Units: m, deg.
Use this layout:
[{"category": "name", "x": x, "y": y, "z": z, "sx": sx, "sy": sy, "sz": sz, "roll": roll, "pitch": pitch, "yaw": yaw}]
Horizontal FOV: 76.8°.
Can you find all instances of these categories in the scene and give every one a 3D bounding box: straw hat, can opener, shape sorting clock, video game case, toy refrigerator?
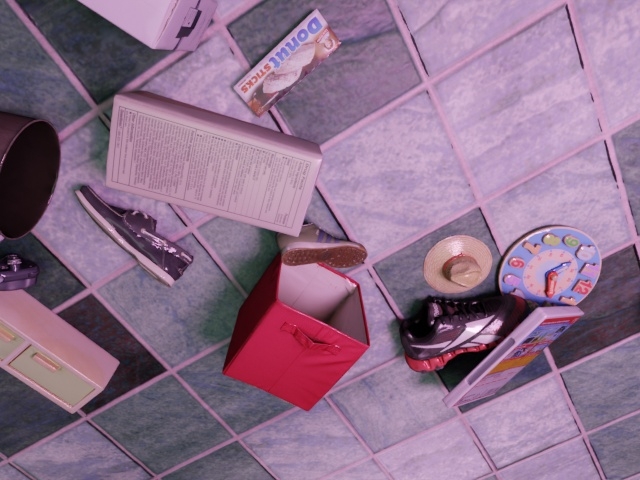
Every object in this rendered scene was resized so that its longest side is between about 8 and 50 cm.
[{"category": "straw hat", "x": 0.285, "y": 0.062, "z": 0.806, "sx": 0.144, "sy": 0.061, "sz": 0.145, "roll": -1, "pitch": 114, "yaw": -3}, {"category": "can opener", "x": -0.603, "y": 0.065, "z": 0.709, "sx": 0.186, "sy": 0.059, "sz": 0.073, "roll": -3, "pitch": 107, "yaw": -49}, {"category": "shape sorting clock", "x": 0.472, "y": 0.068, "z": 0.832, "sx": 0.206, "sy": 0.040, "sz": 0.206, "roll": -1, "pitch": 114, "yaw": -3}, {"category": "video game case", "x": 0.400, "y": 0.243, "z": 0.841, "sx": 0.204, "sy": 0.025, "sz": 0.285, "roll": 7, "pitch": 126, "yaw": -40}, {"category": "toy refrigerator", "x": -0.557, "y": 0.220, "z": 0.806, "sx": 0.102, "sy": 0.094, "sz": 0.269, "roll": -37, "pitch": 110, "yaw": 12}]

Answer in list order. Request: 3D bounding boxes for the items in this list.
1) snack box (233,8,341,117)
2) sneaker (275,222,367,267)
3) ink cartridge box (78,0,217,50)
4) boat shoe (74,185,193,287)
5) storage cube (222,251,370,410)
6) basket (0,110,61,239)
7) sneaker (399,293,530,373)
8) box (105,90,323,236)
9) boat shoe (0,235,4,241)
[{"category": "snack box", "x": -0.055, "y": -0.283, "z": 0.655, "sx": 0.178, "sy": 0.022, "sz": 0.064, "roll": -38, "pitch": 109, "yaw": 13}, {"category": "sneaker", "x": 0.000, "y": 0.000, "z": 0.757, "sx": 0.192, "sy": 0.086, "sz": 0.064, "roll": 3, "pitch": 136, "yaw": -37}, {"category": "ink cartridge box", "x": -0.235, "y": -0.327, "z": 0.523, "sx": 0.153, "sy": 0.208, "sz": 0.087, "roll": 30, "pitch": 109, "yaw": -15}, {"category": "boat shoe", "x": -0.339, "y": -0.017, "z": 0.738, "sx": 0.233, "sy": 0.084, "sz": 0.079, "roll": 44, "pitch": 66, "yaw": -12}, {"category": "storage cube", "x": -0.045, "y": 0.159, "z": 0.750, "sx": 0.183, "sy": 0.215, "sz": 0.193, "roll": 30, "pitch": 115, "yaw": -16}, {"category": "basket", "x": -0.563, "y": -0.134, "z": 0.625, "sx": 0.226, "sy": 0.154, "sz": 0.204, "roll": 21, "pitch": 110, "yaw": -8}, {"category": "sneaker", "x": 0.284, "y": 0.168, "z": 0.827, "sx": 0.276, "sy": 0.098, "sz": 0.135, "roll": -27, "pitch": 113, "yaw": 13}, {"category": "box", "x": -0.163, "y": -0.126, "z": 0.663, "sx": 0.311, "sy": 0.121, "sz": 0.148, "roll": 16, "pitch": 111, "yaw": -10}, {"category": "boat shoe", "x": -0.678, "y": 0.009, "z": 0.708, "sx": 0.267, "sy": 0.096, "sz": 0.088, "roll": -2, "pitch": 118, "yaw": -1}]
